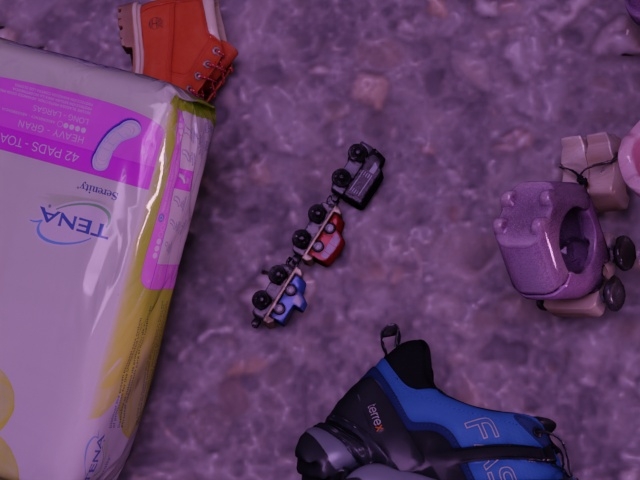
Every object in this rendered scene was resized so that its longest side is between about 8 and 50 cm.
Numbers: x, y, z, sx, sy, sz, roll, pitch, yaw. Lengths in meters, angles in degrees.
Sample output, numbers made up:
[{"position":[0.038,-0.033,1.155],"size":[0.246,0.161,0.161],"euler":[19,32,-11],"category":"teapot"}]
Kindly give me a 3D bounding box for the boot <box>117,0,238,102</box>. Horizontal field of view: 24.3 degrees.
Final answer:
[{"position":[-0.101,-0.116,1.118],"size":[0.084,0.059,0.158],"euler":[-11,69,3],"category":"boot"}]

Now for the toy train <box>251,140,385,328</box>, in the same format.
[{"position":[0.000,0.000,1.076],"size":[0.036,0.027,0.158],"euler":[32,80,8],"category":"toy train"}]

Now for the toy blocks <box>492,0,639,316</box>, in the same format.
[{"position":[0.229,-0.128,0.890],"size":[0.309,0.260,0.288],"euler":[-3,60,42],"category":"toy blocks"}]

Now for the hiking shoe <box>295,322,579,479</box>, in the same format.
[{"position":[0.134,0.176,0.947],"size":[0.304,0.113,0.132],"euler":[34,70,12],"category":"hiking shoe"}]

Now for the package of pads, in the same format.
[{"position":[-0.212,0.013,1.047],"size":[0.229,0.101,0.296],"euler":[16,91,16],"category":"package of pads"}]
